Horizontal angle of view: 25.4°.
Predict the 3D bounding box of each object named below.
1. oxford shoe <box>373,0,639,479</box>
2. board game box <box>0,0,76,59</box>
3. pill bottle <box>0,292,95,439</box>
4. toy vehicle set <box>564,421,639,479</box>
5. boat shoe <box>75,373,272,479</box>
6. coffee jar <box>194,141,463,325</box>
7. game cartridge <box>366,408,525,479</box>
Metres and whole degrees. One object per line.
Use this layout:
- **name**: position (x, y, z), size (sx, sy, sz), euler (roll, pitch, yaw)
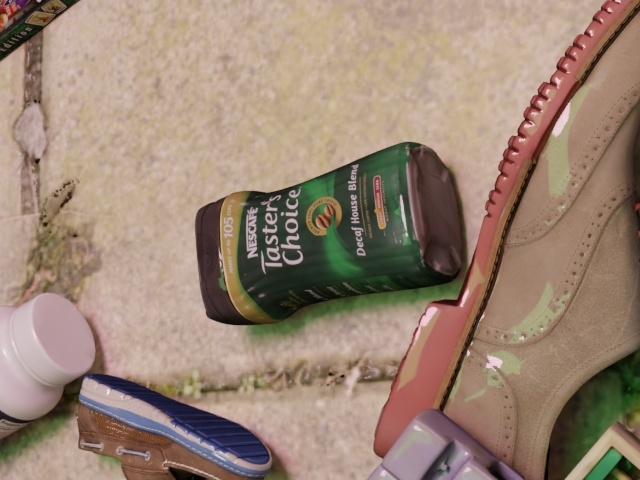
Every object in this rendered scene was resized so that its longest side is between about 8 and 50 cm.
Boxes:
- **oxford shoe**: position (0.159, 0.002, 0.869), size (0.130, 0.123, 0.348), euler (27, 103, 11)
- **board game box**: position (-0.326, -0.198, 1.241), size (0.260, 0.030, 0.136), euler (-33, 64, 23)
- **pill bottle**: position (-0.260, 0.107, 1.105), size (0.169, 0.094, 0.094), euler (-30, 67, 24)
- **toy vehicle set**: position (0.152, 0.260, 0.834), size (0.166, 0.035, 0.267), euler (40, 103, 15)
- **boat shoe**: position (-0.108, 0.153, 1.027), size (0.183, 0.066, 0.066), euler (18, 96, 43)
- **coffee jar**: position (0.000, 0.000, 0.974), size (0.184, 0.079, 0.096), euler (-16, 73, 29)
- **game cartridge**: position (0.129, 0.292, 0.793), size (0.355, 0.068, 0.230), euler (39, 107, 15)
